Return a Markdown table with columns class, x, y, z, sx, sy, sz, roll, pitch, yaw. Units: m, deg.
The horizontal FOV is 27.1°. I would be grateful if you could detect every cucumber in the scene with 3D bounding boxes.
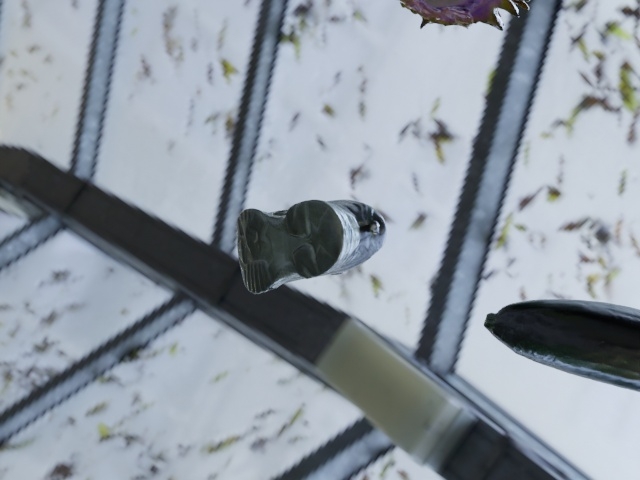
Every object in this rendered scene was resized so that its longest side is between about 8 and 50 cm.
| class | x | y | z | sx | sy | sz | roll | pitch | yaw |
| --- | --- | --- | --- | --- | --- | --- | --- | --- | --- |
| cucumber | 0.242 | 0.074 | 0.820 | 0.056 | 0.284 | 0.056 | -173 | -90 | -86 |

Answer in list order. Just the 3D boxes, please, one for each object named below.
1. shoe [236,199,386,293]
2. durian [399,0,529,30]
| class | x | y | z | sx | sy | sz | roll | pitch | yaw |
| --- | --- | --- | --- | --- | --- | --- | --- | --- | --- |
| shoe | 0.000 | 0.000 | 1.096 | 0.169 | 0.099 | 0.071 | -12 | -94 | 56 |
| durian | 0.065 | -0.290 | 0.909 | 0.112 | 0.341 | 0.191 | -32 | 173 | -23 |
